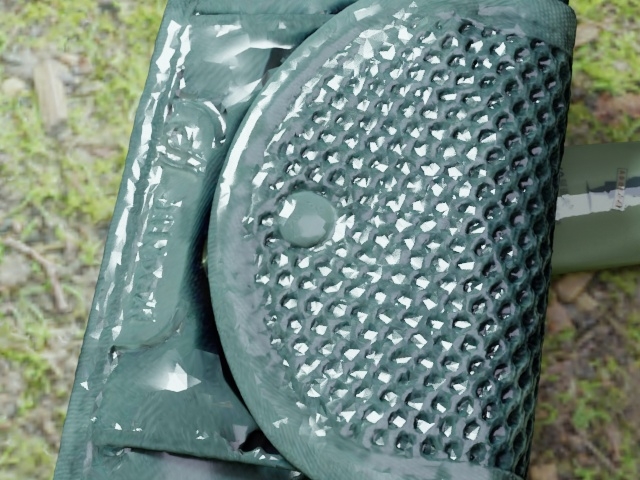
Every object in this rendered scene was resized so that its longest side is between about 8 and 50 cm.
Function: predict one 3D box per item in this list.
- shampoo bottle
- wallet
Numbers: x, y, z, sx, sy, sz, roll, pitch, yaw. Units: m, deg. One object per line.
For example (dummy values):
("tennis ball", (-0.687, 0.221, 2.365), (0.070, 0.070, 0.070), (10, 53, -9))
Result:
("shampoo bottle", (0.161, -0.022, 0.757), (0.212, 0.049, 0.072), (-8, 66, -4))
("wallet", (0.000, 0.000, 0.707), (0.237, 0.075, 0.342), (3, 70, 19))
